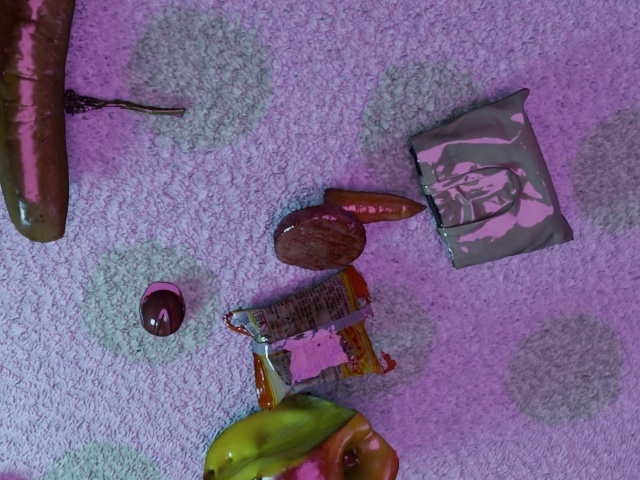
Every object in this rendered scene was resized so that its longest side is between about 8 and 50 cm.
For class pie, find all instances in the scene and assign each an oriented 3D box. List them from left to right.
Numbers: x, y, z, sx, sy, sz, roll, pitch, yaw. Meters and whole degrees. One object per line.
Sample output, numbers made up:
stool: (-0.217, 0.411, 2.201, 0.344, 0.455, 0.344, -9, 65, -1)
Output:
pie: (0.000, 0.000, 1.803, 0.182, 0.049, 0.182, -3, 144, -2)

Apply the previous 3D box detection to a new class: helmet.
helmet: (-0.300, 0.139, 1.822, 0.089, 0.057, 0.111, 0, 106, -8)

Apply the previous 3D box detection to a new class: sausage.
sausage: (-0.491, -0.241, 1.633, 0.136, 0.123, 0.500, 1, 101, -21)

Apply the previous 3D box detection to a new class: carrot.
carrot: (0.101, -0.062, 1.826, 0.205, 0.072, 0.072, 1, 106, -7)

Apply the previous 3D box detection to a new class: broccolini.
broccolini: (-0.353, -0.244, 1.720, 0.218, 0.042, 0.044, 0, 105, -17)

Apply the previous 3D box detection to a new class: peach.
peach: (-0.047, 0.451, 1.834, 0.306, 0.380, 0.242, -39, 110, -26)

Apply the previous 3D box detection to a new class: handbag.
handbag: (0.326, -0.102, 1.846, 0.253, 0.109, 0.316, -21, 109, 1)

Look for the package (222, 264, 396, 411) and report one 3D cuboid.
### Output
package: (-0.020, 0.195, 1.850, 0.288, 0.108, 0.223, -21, 91, 0)
